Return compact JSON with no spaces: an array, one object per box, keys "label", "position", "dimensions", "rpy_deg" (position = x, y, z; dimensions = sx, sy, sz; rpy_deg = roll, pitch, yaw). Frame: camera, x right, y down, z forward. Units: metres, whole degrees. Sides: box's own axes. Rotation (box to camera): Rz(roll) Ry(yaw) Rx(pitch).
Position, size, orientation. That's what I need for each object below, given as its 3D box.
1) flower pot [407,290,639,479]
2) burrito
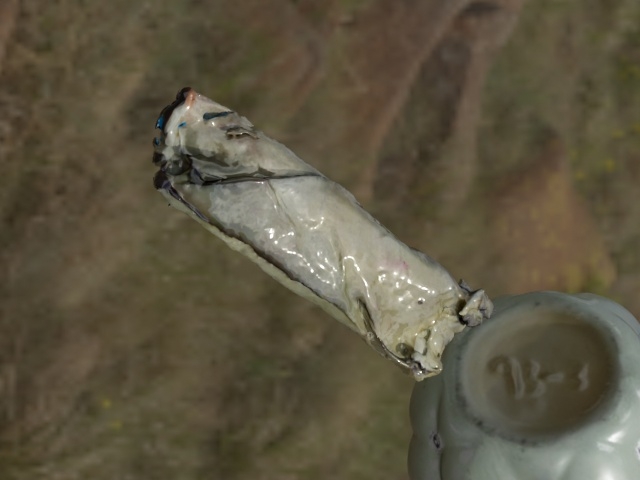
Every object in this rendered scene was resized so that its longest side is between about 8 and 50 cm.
[{"label":"flower pot","position":[0.187,0.158,1.553],"dimensions":[0.195,0.246,0.246],"rpy_deg":[74,25,-51]},{"label":"burrito","position":[-0.001,0.000,0.803],"dimensions":[0.171,0.042,0.051],"rpy_deg":[37,75,-26]}]
